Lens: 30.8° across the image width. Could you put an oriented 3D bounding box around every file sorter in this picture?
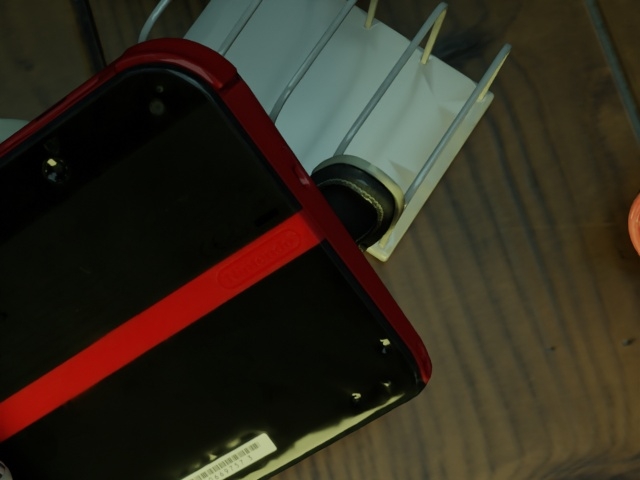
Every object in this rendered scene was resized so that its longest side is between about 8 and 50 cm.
[{"bbox_3d":[0.001,-0.151,1.031,0.277,0.173,0.193,33,78,5],"label":"file sorter"}]

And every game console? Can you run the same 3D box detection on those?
[{"bbox_3d":[-0.156,0.065,0.927,0.386,0.060,0.342,-32,103,18],"label":"game console"}]

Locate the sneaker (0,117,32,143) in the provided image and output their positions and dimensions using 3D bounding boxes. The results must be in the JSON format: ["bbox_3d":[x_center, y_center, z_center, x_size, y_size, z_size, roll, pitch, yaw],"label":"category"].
[{"bbox_3d":[-0.391,-0.001,1.016,0.350,0.131,0.148,-18,86,0],"label":"sneaker"}]

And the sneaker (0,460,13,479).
[{"bbox_3d":[-0.306,0.290,0.957,0.228,0.086,0.132,-38,104,18],"label":"sneaker"}]

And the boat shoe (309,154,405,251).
[{"bbox_3d":[0.000,0.000,0.964,0.084,0.233,0.079,35,62,-8],"label":"boat shoe"}]

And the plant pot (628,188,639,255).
[{"bbox_3d":[0.435,-0.076,0.998,0.275,0.275,0.243,27,67,3],"label":"plant pot"}]
